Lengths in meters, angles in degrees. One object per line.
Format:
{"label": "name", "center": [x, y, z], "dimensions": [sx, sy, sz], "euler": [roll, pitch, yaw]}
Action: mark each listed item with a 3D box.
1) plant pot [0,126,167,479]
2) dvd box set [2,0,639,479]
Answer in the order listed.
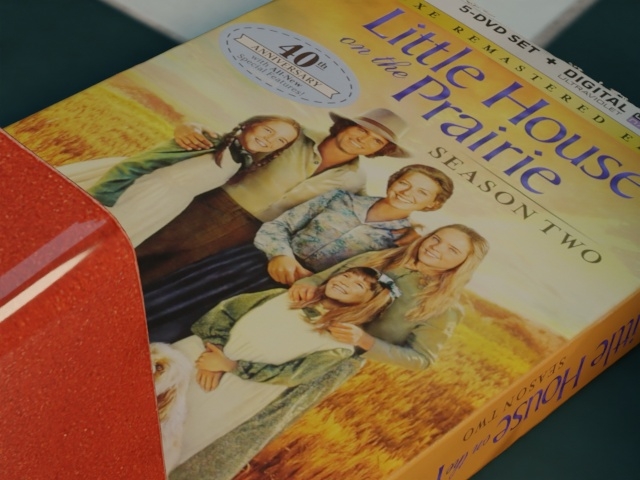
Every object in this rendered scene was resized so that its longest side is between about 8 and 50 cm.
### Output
{"label": "plant pot", "center": [-0.234, 0.078, 0.676], "dimensions": [0.267, 0.267, 0.236], "euler": [35, 59, 26]}
{"label": "dvd box set", "center": [0.000, 0.000, 0.945], "dimensions": [0.307, 0.062, 0.420], "euler": [37, 47, 27]}
